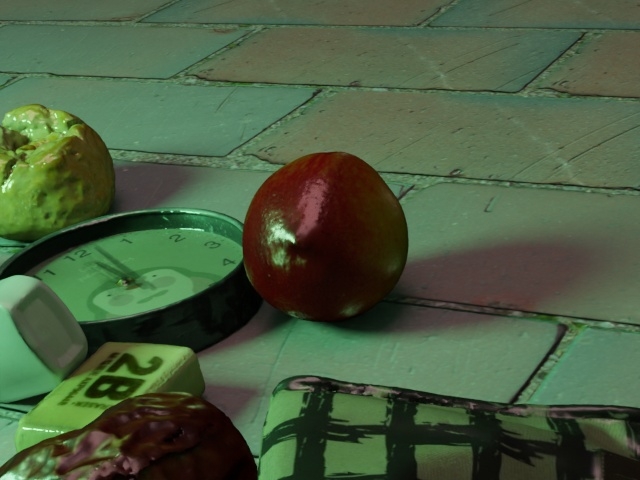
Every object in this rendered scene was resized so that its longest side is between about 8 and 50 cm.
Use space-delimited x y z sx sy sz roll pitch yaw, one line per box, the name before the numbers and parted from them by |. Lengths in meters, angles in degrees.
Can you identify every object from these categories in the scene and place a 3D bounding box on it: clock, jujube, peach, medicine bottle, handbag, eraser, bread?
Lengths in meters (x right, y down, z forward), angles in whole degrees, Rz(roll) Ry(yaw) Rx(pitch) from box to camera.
clock | -0.224 0.051 1.584 0.318 0.066 0.319 -8 23 3
jujube | -0.163 0.223 1.054 0.183 0.183 0.243 14 29 42
peach | 0.000 0.000 1.475 0.197 0.197 0.197 -7 24 3
medicine bottle | -0.329 0.107 1.409 0.183 0.119 0.069 -20 23 40
handbag | 0.112 0.231 0.948 0.327 0.163 0.325 -1 26 3
eraser | -0.202 0.163 1.329 0.117 0.058 0.172 3 26 26
bread | -0.399 -0.096 1.870 0.244 0.134 0.244 -3 31 2
